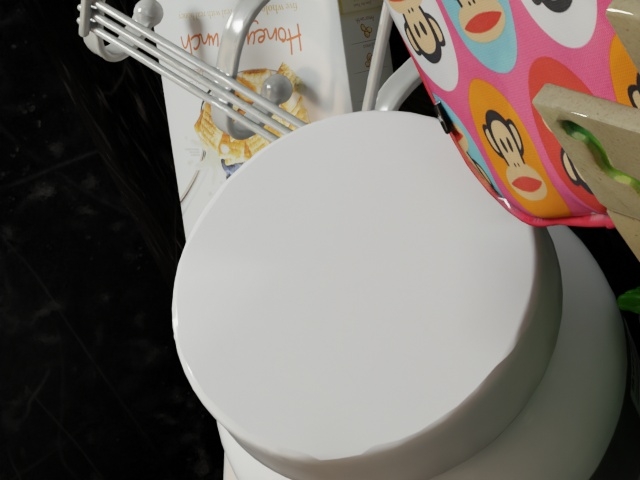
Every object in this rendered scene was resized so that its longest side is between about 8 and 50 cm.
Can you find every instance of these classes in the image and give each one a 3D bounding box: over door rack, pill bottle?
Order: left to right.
[{"bbox_3d":[-0.026,-0.190,0.883,0.239,0.108,0.324,32,142,28],"label":"over door rack"},{"bbox_3d":[0.067,0.093,0.889,0.210,0.210,0.363,53,180,32],"label":"pill bottle"}]

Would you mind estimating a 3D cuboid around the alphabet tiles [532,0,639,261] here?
[{"bbox_3d":[0.214,0.057,0.484,0.285,0.011,0.342,22,160,46],"label":"alphabet tiles"}]

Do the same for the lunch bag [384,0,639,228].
[{"bbox_3d":[0.096,-0.138,0.595,0.258,0.120,0.293,64,166,-5],"label":"lunch bag"}]

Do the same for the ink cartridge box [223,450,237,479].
[{"bbox_3d":[-0.006,0.101,1.059,0.063,0.109,0.150,20,123,27],"label":"ink cartridge box"}]

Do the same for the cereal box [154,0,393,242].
[{"bbox_3d":[-0.030,-0.104,1.042,0.173,0.047,0.240,1,103,45],"label":"cereal box"}]

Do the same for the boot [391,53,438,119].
[{"bbox_3d":[0.000,0.000,1.153,0.236,0.089,0.269,49,139,41],"label":"boot"}]

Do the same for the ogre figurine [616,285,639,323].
[{"bbox_3d":[0.197,0.074,0.758,0.197,0.097,0.118,-7,95,62],"label":"ogre figurine"}]
